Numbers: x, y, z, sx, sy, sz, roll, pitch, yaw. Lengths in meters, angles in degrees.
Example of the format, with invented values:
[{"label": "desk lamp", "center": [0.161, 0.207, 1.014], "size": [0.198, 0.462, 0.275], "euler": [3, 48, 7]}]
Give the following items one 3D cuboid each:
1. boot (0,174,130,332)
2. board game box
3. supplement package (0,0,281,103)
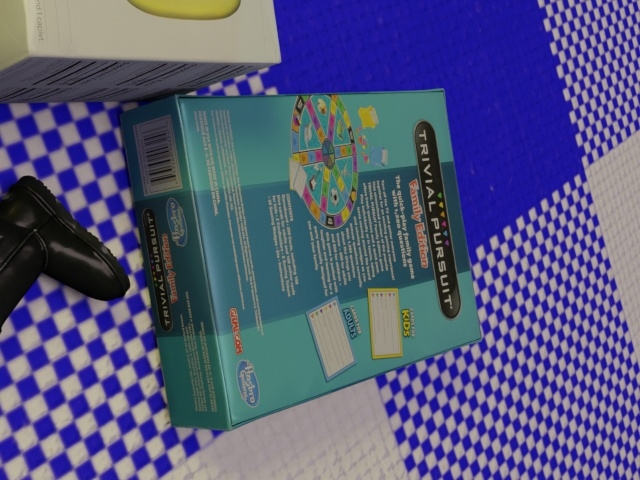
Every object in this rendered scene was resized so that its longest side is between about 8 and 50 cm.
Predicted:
[{"label": "boot", "center": [-0.202, 0.024, 0.682], "size": [0.121, 0.045, 0.099], "euler": [50, 50, -20]}, {"label": "board game box", "center": [0.000, 0.000, 0.868], "size": [0.336, 0.079, 0.254], "euler": [-10, 92, -46]}, {"label": "supplement package", "center": [-0.159, -0.202, 0.680], "size": [0.203, 0.149, 0.194], "euler": [-9, 91, -45]}]
